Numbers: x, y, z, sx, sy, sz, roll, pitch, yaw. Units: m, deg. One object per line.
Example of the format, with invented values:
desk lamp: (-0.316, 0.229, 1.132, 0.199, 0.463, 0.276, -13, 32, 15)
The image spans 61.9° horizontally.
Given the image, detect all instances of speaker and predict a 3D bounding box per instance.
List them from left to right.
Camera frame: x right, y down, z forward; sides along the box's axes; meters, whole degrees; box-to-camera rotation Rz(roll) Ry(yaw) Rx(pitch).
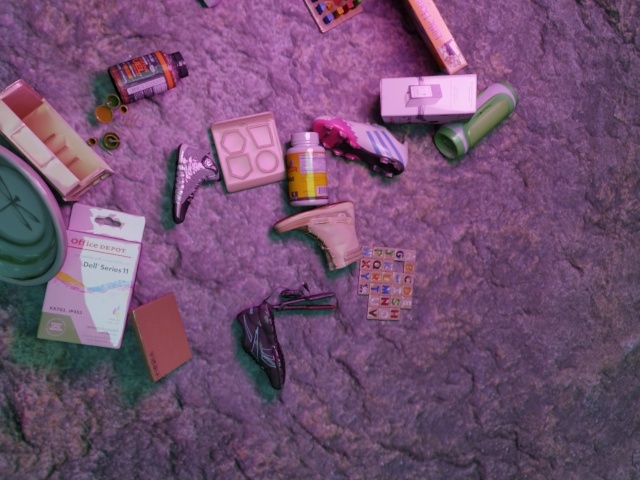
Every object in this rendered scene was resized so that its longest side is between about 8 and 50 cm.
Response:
speaker: (0.519, -0.402, 1.777, 0.296, 0.131, 0.131, -40, 103, -14)

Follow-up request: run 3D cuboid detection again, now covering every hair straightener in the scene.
hair straightener: (-0.062, 0.171, 1.641, 0.231, 0.047, 0.088, 0, 91, -15)

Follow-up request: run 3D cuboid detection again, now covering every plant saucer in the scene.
plant saucer: (-0.758, -0.079, 1.280, 0.400, 0.401, 0.100, 52, 32, -13)

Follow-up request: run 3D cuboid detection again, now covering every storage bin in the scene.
storage bin: (-0.657, -0.233, 1.308, 0.123, 0.260, 0.262, -43, 104, -10)

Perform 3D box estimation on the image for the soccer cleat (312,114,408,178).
soccer cleat: (0.129, -0.318, 1.667, 0.331, 0.116, 0.143, 26, 61, -16)

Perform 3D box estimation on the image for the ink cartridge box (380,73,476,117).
ink cartridge box: (0.322, -0.422, 1.618, 0.273, 0.198, 0.114, 0, 94, 10)

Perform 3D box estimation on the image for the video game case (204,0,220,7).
video game case: (-0.298, -0.821, 1.432, 0.269, 0.244, 0.061, 53, 39, -13)

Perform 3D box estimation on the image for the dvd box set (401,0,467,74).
dvd box set: (0.299, -0.700, 1.611, 0.062, 0.307, 0.420, -30, 103, 16)

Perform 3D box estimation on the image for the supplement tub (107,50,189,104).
supplement tub: (-0.463, -0.450, 1.449, 0.198, 0.106, 0.106, -26, 100, -17)

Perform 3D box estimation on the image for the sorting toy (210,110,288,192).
sorting toy: (-0.210, -0.262, 1.580, 0.193, 0.038, 0.208, -16, 101, -18)

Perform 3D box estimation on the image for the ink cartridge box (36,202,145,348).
ink cartridge box: (-0.594, 0.088, 1.407, 0.207, 0.119, 0.353, 11, 88, -16)

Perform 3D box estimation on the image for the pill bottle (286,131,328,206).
pill bottle: (-0.040, -0.210, 1.593, 0.117, 0.117, 0.214, -5, 93, -19)

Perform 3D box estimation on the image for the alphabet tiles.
alphabet tiles: (0.216, 0.141, 1.749, 0.198, 0.009, 0.237, 5, 89, -19)

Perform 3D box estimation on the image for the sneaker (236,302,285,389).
sneaker: (-0.171, 0.320, 1.589, 0.106, 0.101, 0.267, -14, 95, 1)

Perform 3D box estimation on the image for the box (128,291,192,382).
box: (-0.434, 0.261, 1.465, 0.021, 0.164, 0.201, -12, 97, 26)

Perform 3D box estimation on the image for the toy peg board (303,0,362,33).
toy peg board: (0.039, -0.751, 1.627, 0.161, 0.079, 0.161, -35, 101, -15)

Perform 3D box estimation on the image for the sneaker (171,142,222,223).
sneaker: (-0.346, -0.156, 1.509, 0.132, 0.086, 0.228, 6, 89, -21)

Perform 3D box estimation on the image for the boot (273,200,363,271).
boot: (0.000, 0.000, 1.628, 0.262, 0.095, 0.203, -16, 98, -22)

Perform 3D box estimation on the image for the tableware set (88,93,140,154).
tableware set: (-0.563, -0.309, 1.425, 0.104, 0.024, 0.154, 39, 108, -16)
